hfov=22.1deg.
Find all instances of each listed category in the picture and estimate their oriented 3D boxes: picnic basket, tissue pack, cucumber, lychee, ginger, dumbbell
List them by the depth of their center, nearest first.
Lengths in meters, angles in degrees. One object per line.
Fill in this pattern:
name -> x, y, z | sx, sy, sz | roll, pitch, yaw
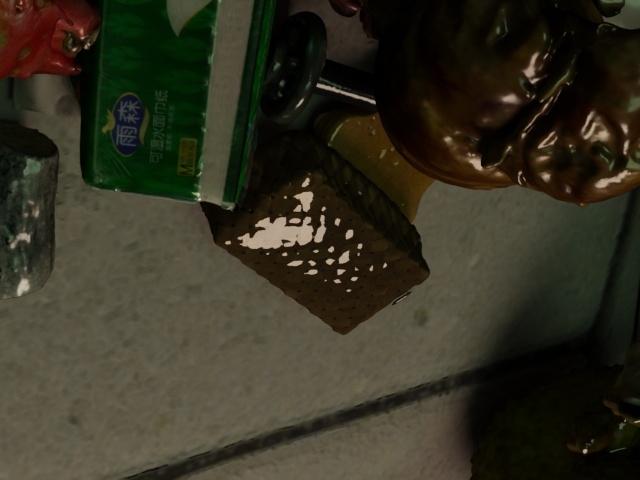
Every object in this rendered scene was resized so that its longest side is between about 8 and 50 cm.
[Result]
ginger -> 0.092, -0.170, 0.951 | 0.152, 0.274, 0.357 | -20, 112, -7
tissue pack -> -0.102, -0.149, 0.978 | 0.156, 0.148, 0.209 | 9, 120, -4
cucumber -> -0.199, -0.021, 1.043 | 0.064, 0.064, 0.112 | -13, 124, -35
dumbbell -> 0.031, -0.105, 1.136 | 0.254, 0.081, 0.081 | 15, 110, -23
picnic basket -> 0.000, 0.000, 1.208 | 0.110, 0.054, 0.193 | -35, 139, 15
lychee -> 0.264, 0.236, 1.483 | 0.270, 0.270, 0.320 | -43, 126, -9

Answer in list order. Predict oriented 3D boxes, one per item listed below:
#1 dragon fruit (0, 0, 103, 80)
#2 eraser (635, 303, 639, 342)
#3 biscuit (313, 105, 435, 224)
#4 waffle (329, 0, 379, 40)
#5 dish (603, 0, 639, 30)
dragon fruit -> -0.228, -0.142, 0.830 | 0.268, 0.210, 0.205 | 8, 153, -42
eraser -> 0.421, 0.011, 1.454 | 0.122, 0.272, 0.359 | -22, 129, -26
biscuit -> 0.100, -0.112, 1.255 | 0.240, 0.035, 0.158 | -40, 140, -11
waffle -> 0.083, -0.259, 1.120 | 0.234, 0.055, 0.221 | -36, 136, -16
dish -> 0.271, -0.199, 1.274 | 0.236, 0.086, 0.228 | -47, 138, -24
